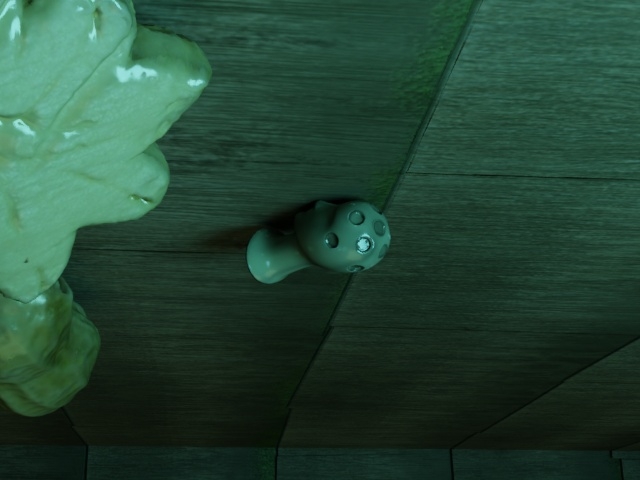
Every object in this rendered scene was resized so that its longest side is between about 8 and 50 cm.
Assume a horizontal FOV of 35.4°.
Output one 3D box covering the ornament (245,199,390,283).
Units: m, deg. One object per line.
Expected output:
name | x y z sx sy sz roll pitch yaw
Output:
ornament | 0.000 0.000 1.032 0.156 0.081 0.075 -14 -170 42

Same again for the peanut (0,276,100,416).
peanut | -0.378 0.125 1.255 0.174 0.158 0.340 18 160 12

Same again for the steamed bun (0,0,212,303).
steamed bun | -0.223 -0.082 0.643 0.295 0.137 0.292 -32 147 -16
